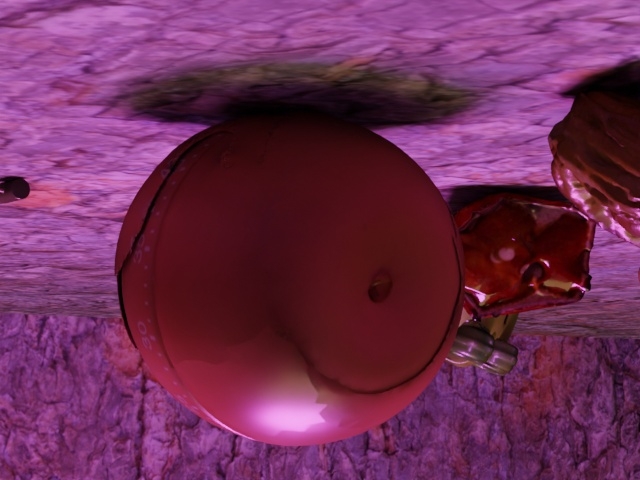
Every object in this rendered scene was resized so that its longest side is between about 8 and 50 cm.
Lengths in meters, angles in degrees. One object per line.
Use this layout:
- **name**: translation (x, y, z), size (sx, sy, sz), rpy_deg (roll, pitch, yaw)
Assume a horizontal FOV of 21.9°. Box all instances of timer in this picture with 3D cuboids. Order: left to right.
- **timer**: translation (-0.021, 0.025, 1.136), size (0.230, 0.229, 0.215), rpy_deg (6, -179, -39)

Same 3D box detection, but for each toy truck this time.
- **toy truck**: translation (0.138, 0.056, 1.855), size (0.211, 0.148, 0.187), rpy_deg (21, 174, 8)

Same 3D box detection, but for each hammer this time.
- **hammer**: translation (-0.309, -0.049, 1.431), size (0.110, 0.019, 0.035), rpy_deg (8, 171, -34)

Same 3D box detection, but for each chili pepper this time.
- **chili pepper**: translation (0.177, 0.007, 1.592), size (0.144, 0.136, 0.252), rpy_deg (-44, -176, 1)

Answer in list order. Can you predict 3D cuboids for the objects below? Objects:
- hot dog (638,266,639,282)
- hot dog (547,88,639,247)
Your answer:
- **hot dog**: translation (0.444, 0.041, 1.957), size (0.100, 0.068, 0.249), rpy_deg (12, 177, 26)
- **hot dog**: translation (0.282, -0.038, 1.037), size (0.272, 0.122, 0.196), rpy_deg (-2, 175, 5)
